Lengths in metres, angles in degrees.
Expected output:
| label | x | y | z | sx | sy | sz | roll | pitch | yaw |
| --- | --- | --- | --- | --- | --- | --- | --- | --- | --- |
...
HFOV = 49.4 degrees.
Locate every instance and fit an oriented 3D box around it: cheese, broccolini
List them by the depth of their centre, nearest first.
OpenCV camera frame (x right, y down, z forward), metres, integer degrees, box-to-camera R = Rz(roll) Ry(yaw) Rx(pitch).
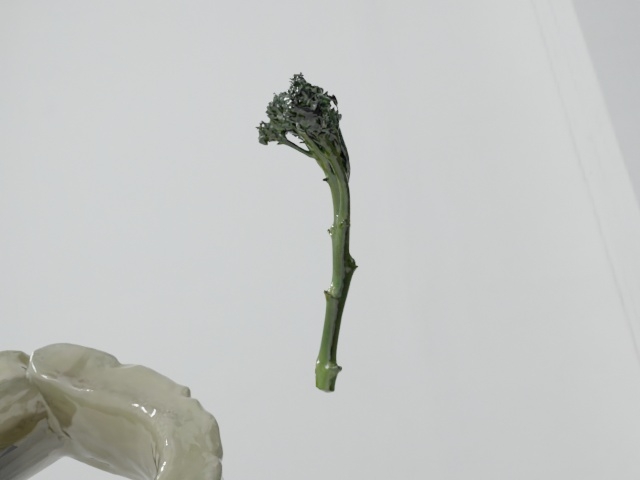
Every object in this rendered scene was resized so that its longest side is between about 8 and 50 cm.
| label | x | y | z | sx | sy | sz | roll | pitch | yaw |
| --- | --- | --- | --- | --- | --- | --- | --- | --- | --- |
| broccolini | 0.006 | -0.003 | 0.420 | 0.054 | 0.052 | 0.194 | 9 | 112 | 58 |
| cheese | -0.240 | 0.233 | 0.556 | 0.292 | 0.332 | 0.153 | 35 | 140 | 30 |
